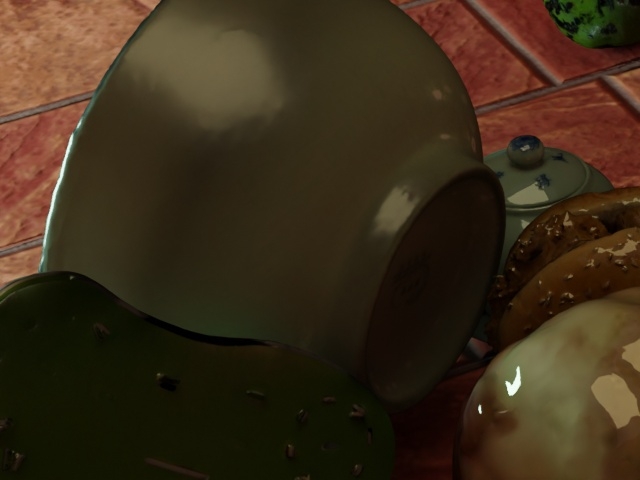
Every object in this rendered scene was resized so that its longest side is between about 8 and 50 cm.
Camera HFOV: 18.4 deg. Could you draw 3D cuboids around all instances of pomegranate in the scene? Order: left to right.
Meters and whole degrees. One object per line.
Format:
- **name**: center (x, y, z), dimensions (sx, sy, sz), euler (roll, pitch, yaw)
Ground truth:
- **pomegranate**: center (0.266, -0.235, 1.802), dimensions (0.122, 0.122, 0.161), euler (7, 7, 23)

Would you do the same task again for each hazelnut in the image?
- **hazelnut**: center (0.189, 0.159, 1.124), dimensions (0.261, 0.261, 0.241), euler (23, 75, 40)

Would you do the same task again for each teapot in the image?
- **teapot**: center (0.151, -0.013, 1.444), dimensions (0.232, 0.159, 0.159), euler (19, 42, 36)

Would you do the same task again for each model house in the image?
- **model house**: center (-0.124, 0.139, 1.166), dimensions (0.294, 0.207, 0.154), euler (21, -7, -33)

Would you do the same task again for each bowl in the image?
- **bowl**: center (0.000, 0.000, 1.294), dimensions (0.185, 0.354, 0.354), euler (24, 44, 28)

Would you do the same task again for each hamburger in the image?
- **hamburger**: center (0.199, 0.054, 1.288), dimensions (0.182, 0.191, 0.118), euler (-34, 21, 14)
